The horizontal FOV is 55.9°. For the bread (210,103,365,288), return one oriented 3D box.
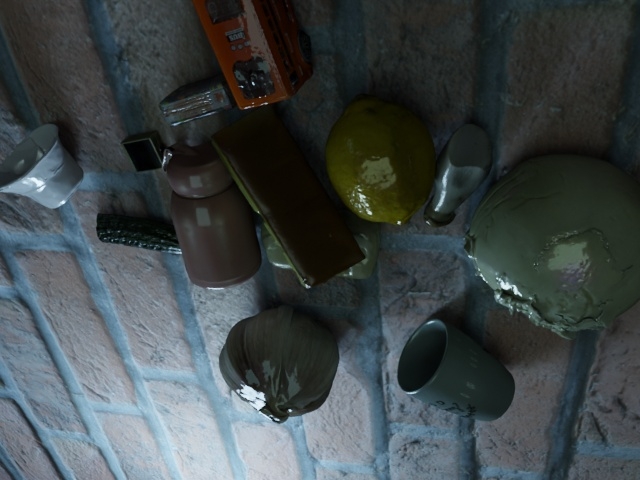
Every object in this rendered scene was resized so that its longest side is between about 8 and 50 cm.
[{"bbox_3d":[-0.064,-0.081,1.196,0.138,0.077,0.361,-34,98,-14],"label":"bread"}]

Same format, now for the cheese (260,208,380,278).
[{"bbox_3d":[-0.001,0.001,1.322,0.262,0.093,0.159,10,125,7],"label":"cheese"}]

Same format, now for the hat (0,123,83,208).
[{"bbox_3d":[-0.613,-0.150,1.345,0.203,0.203,0.126,-20,134,27],"label":"hat"}]

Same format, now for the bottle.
[{"bbox_3d":[-0.245,-0.060,1.302,0.206,0.173,0.297,24,136,39],"label":"bottle"}]

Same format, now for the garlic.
[{"bbox_3d":[-0.108,0.316,1.519,0.321,0.241,0.322,10,112,25],"label":"garlic"}]

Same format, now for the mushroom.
[{"bbox_3d":[0.259,-0.120,1.166,0.116,0.093,0.225,-22,153,-21],"label":"mushroom"}]

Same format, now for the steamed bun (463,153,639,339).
[{"bbox_3d":[0.456,0.013,1.115,0.333,0.233,0.312,21,129,-2],"label":"steamed bun"}]

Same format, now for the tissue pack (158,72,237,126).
[{"bbox_3d":[-0.221,-0.277,1.163,0.148,0.109,0.060,-11,119,23],"label":"tissue pack"}]

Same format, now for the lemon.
[{"bbox_3d":[0.111,-0.146,1.113,0.204,0.204,0.260,-10,117,22],"label":"lemon"}]

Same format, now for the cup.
[{"bbox_3d":[0.308,0.323,1.448,0.234,0.186,0.258,31,158,-18],"label":"cup"}]

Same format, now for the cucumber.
[{"bbox_3d":[-0.420,-0.019,1.439,0.265,0.077,0.077,7,128,7],"label":"cucumber"}]

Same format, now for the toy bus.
[{"bbox_3d":[-0.134,-0.400,1.021,0.142,0.153,0.329,-7,124,22],"label":"toy bus"}]

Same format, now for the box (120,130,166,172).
[{"bbox_3d":[-0.379,-0.192,1.318,0.083,0.035,0.079,-7,124,21],"label":"box"}]
